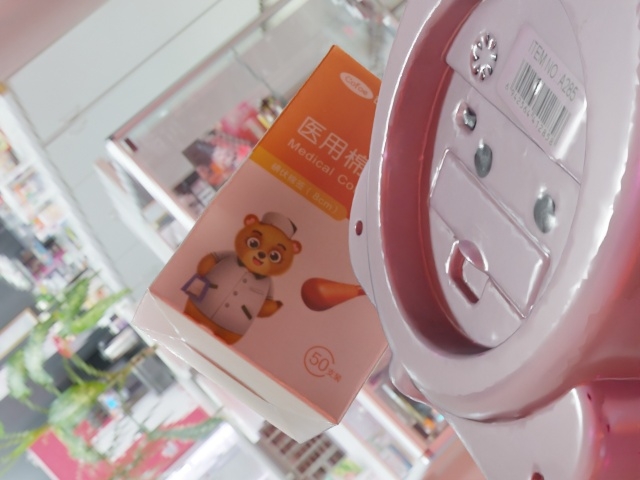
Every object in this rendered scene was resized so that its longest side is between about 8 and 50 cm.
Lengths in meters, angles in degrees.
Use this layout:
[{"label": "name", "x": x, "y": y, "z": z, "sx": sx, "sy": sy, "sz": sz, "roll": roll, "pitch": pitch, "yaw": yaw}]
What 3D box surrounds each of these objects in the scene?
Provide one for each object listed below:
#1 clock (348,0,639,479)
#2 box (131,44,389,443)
[{"label": "clock", "x": 0.127, "y": -0.047, "z": 0.549, "sx": 0.295, "sy": 0.114, "sz": 0.322, "roll": -122, "pitch": 40, "yaw": -52}, {"label": "box", "x": 0.000, "y": 0.000, "z": 1.068, "sx": 0.225, "sy": 0.341, "sz": 0.143, "roll": 36, "pitch": 155, "yaw": -3}]
